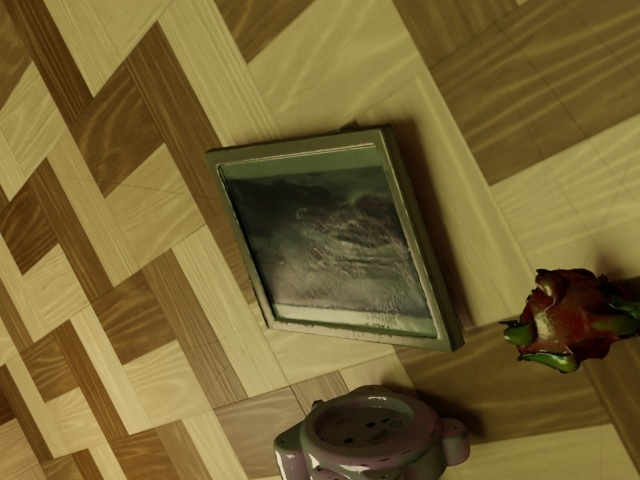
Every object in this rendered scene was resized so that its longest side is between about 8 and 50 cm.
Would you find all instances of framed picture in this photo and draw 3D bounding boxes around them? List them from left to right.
[{"bbox_3d":[0.000,0.000,1.407,0.446,0.028,0.326,-1,113,53],"label":"framed picture"}]

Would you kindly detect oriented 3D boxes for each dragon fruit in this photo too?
[{"bbox_3d":[0.297,0.084,1.062,0.175,0.142,0.138,4,140,21],"label":"dragon fruit"}]

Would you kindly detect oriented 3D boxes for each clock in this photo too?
[{"bbox_3d":[0.076,0.302,1.392,0.248,0.228,0.090,9,118,51],"label":"clock"}]
